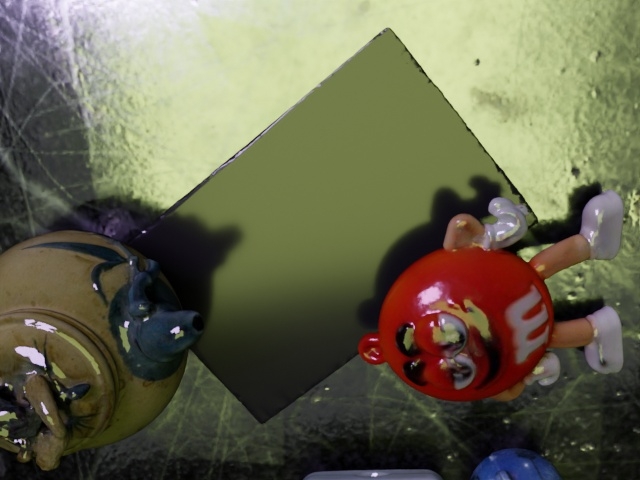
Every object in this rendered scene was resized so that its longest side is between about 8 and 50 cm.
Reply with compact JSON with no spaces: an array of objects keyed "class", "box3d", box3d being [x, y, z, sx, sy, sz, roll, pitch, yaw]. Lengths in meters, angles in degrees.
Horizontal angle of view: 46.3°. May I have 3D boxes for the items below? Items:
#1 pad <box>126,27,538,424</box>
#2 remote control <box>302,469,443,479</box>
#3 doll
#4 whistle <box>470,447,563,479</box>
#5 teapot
[{"class":"pad","box3d":[0.000,0.000,0.616,0.300,0.005,0.202,-39,101,11]},{"class":"remote control","box3d":[0.048,0.351,0.649,0.140,0.056,0.296,-2,89,6]},{"class":"doll","box3d":[0.136,0.054,0.586,0.217,0.085,0.183,-10,109,-7]},{"class":"whistle","box3d":[0.174,0.228,0.646,0.090,0.090,0.158,-26,143,8]},{"class":"teapot","box3d":[-0.204,0.092,0.552,0.269,0.182,0.173,-18,107,10]}]
